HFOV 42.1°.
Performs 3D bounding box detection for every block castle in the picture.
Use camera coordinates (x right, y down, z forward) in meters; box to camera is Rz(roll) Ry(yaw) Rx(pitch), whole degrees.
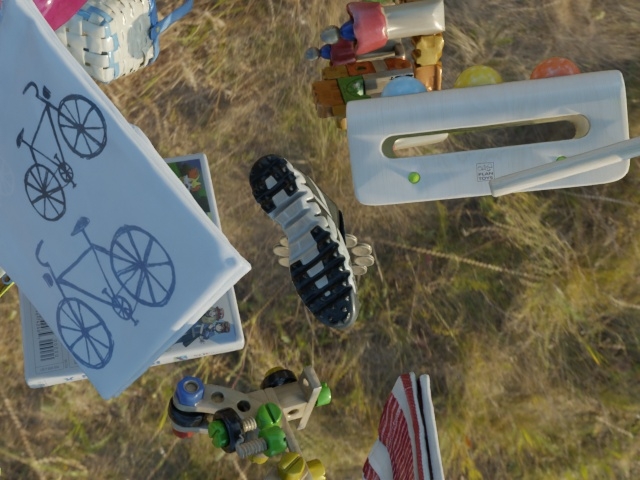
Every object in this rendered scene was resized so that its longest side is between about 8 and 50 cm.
[{"bbox_3d":[0.080,-0.373,1.551,0.213,0.453,0.303,-10,128,-3],"label":"block castle"}]

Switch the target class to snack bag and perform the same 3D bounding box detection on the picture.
[{"bbox_3d":[-0.256,-0.026,0.850,0.342,0.037,0.323,50,133,4],"label":"snack bag"}]

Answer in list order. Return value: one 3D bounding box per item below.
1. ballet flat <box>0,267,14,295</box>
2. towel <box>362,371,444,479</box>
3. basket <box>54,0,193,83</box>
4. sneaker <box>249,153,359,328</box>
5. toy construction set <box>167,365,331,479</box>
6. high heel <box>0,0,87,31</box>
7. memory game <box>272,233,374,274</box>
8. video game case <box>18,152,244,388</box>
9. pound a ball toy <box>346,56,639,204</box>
[{"bbox_3d":[-0.626,0.078,1.577,0.077,0.231,0.077,-26,111,43],"label":"ballet flat"},{"bbox_3d":[0.070,0.324,0.874,0.037,0.237,0.329,5,134,-9],"label":"towel"},{"bbox_3d":[-0.415,-0.438,1.585,0.255,0.289,0.201,20,139,13],"label":"basket"},{"bbox_3d":[0.000,0.000,1.021,0.078,0.106,0.234,-36,69,23],"label":"sneaker"},{"bbox_3d":[-0.070,0.326,1.214,0.237,0.257,0.309,-13,117,-32],"label":"toy construction set"},{"bbox_3d":[-0.467,-0.222,1.160,0.181,0.127,0.377,9,127,-46],"label":"high heel"},{"bbox_3d":[0.005,0.026,1.506,0.186,0.012,0.186,6,151,3],"label":"memory game"},{"bbox_3d":[-0.289,0.032,1.222,0.300,0.329,0.036,-10,153,-11],"label":"video game case"},{"bbox_3d":[0.187,-0.115,0.833,0.319,0.208,0.136,-6,94,11],"label":"pound a ball toy"}]
